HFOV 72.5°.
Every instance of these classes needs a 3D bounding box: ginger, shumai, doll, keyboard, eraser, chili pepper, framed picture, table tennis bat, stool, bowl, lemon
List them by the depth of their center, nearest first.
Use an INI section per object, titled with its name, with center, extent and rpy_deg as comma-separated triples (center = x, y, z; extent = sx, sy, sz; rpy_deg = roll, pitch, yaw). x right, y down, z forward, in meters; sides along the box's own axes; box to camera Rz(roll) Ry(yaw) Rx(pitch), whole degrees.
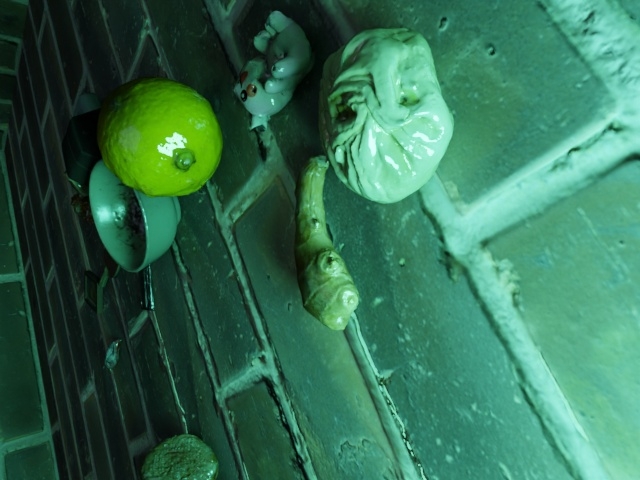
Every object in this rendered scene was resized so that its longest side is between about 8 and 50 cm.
[ginger]
center = 0.000, 0.000, 0.716
extent = 0.131, 0.086, 0.295
rpy_deg = 148, 117, -67
[doll]
center = -0.086, -0.296, 0.772
extent = 0.192, 0.095, 0.149
rpy_deg = -33, 63, 45
[lemon]
center = -0.342, -0.221, 0.938
extent = 0.284, 0.260, 0.261
rpy_deg = 5, 96, 49
[shumai]
center = -0.338, 0.594, 1.091
extent = 0.209, 0.161, 0.153
rpy_deg = -3, 123, 17
[bowl]
center = -0.459, -0.075, 1.128
extent = 0.289, 0.146, 0.289
rpy_deg = 16, 116, 38
[stool]
center = -0.592, -0.252, 1.226
extent = 0.141, 0.232, 0.232
rpy_deg = -40, 64, 38
[keyboard]
center = -0.538, 0.089, 1.335
extent = 0.087, 0.017, 0.251
rpy_deg = -5, 90, 46
[eraser]
center = -0.795, -0.375, 1.526
extent = 0.174, 0.081, 0.227
rpy_deg = -49, 58, 36
[chili pepper]
center = -0.744, 0.411, 1.561
extent = 0.050, 0.041, 0.153
rpy_deg = 24, 118, -3
[table tennis bat]
center = -0.754, 0.082, 1.565
extent = 0.246, 0.022, 0.138
rpy_deg = -52, 57, 33
[framed picture]
center = -0.893, 0.201, 1.714
extent = 0.168, 0.023, 0.128
rpy_deg = 19, 106, 45

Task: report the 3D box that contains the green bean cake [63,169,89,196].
[green bean cake]
center = -0.689, -0.216, 1.353
extent = 0.109, 0.179, 0.085
rpy_deg = 19, 141, 50

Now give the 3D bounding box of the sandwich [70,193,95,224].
[sandwich]
center = -0.726, -0.118, 1.419
extent = 0.109, 0.159, 0.185
rpy_deg = 117, 139, -53

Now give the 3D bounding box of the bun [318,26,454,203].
[bun]
center = 0.070, -0.165, 0.584
extent = 0.229, 0.145, 0.230
rpy_deg = 7, 101, 43
